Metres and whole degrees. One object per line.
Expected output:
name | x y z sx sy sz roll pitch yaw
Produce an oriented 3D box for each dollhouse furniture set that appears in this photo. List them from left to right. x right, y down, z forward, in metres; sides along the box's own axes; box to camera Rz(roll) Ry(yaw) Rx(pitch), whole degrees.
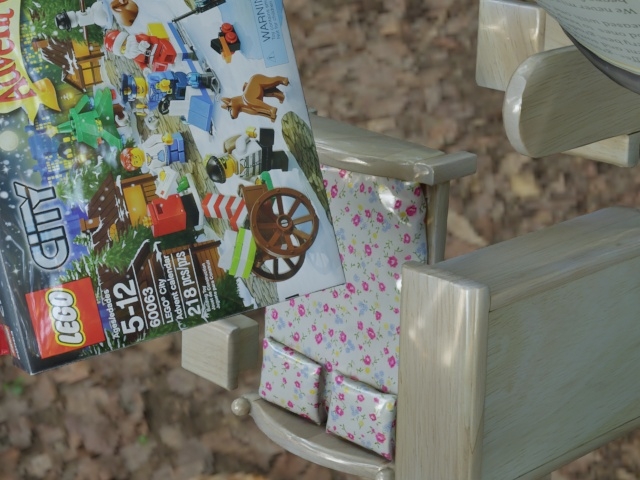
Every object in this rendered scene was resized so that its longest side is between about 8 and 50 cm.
dollhouse furniture set | 0.000 0.000 0.823 0.355 0.303 0.174 18 24 41

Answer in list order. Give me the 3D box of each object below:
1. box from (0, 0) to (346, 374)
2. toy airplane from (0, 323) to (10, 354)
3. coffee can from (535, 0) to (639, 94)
box | -0.091 -0.072 0.700 0.159 0.233 0.044 -16 8 -22
toy airplane | -0.272 0.037 1.201 0.151 0.151 0.028 -27 19 -18
coffee can | 0.095 -0.186 0.479 0.201 0.275 0.202 -17 61 33
